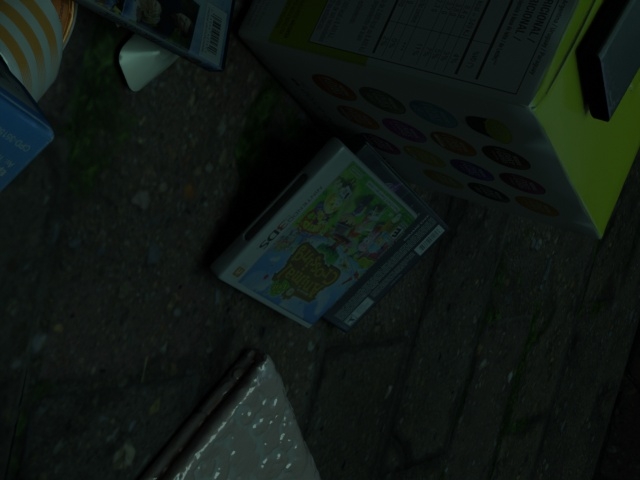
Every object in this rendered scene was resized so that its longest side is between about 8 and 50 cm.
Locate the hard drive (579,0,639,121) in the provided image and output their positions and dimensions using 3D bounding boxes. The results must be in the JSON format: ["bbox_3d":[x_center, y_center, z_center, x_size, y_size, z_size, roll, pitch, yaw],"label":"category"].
[{"bbox_3d":[0.276,-0.187,0.925,0.135,0.022,0.094,-57,147,-18],"label":"hard drive"}]

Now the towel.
[{"bbox_3d":[-0.117,0.342,1.232,0.317,0.053,0.331,-50,144,-30],"label":"towel"}]

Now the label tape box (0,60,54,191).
[{"bbox_3d":[-0.365,-0.021,0.577,0.348,0.115,0.249,-43,147,5],"label":"label tape box"}]

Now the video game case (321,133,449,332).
[{"bbox_3d":[0.037,0.002,1.240,0.196,0.026,0.274,-46,146,4],"label":"video game case"}]

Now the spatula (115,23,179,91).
[{"bbox_3d":[-0.117,-0.264,0.941,0.242,0.019,0.168,-51,143,-35],"label":"spatula"}]

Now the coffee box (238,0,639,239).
[{"bbox_3d":[0.182,-0.248,1.093,0.338,0.334,0.337,-65,150,-9],"label":"coffee box"}]

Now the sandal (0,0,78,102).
[{"bbox_3d":[-0.256,-0.114,0.751,0.265,0.076,0.102,-50,143,-30],"label":"sandal"}]

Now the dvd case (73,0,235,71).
[{"bbox_3d":[-0.139,-0.260,0.835,0.253,0.022,0.180,17,80,-61],"label":"dvd case"}]

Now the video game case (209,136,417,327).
[{"bbox_3d":[0.000,0.000,1.153,0.193,0.023,0.212,-46,147,5],"label":"video game case"}]
